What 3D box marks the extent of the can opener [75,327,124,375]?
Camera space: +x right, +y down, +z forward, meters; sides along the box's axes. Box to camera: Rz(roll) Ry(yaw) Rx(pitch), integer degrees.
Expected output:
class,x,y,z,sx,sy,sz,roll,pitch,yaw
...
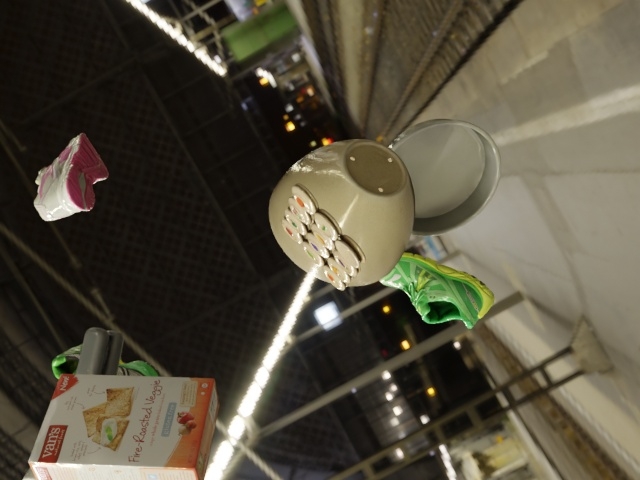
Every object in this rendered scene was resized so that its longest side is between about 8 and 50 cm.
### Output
class,x,y,z,sx,sy,sz,roll,pitch,yaw
can opener,-0.418,0.290,1.556,0.076,0.095,0.283,23,-105,-57

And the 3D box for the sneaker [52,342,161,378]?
class,x,y,z,sx,sy,sz,roll,pitch,yaw
sneaker,-0.509,0.356,2.177,0.146,0.344,0.134,-20,-58,-53

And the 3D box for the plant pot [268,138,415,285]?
class,x,y,z,sx,sy,sz,roll,pitch,yaw
plant pot,0.067,-0.081,1.704,0.284,0.284,0.191,62,145,21

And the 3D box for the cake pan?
class,x,y,z,sx,sy,sz,roll,pitch,yaw
cake pan,0.255,-0.145,2.003,0.293,0.293,0.054,58,-175,-35

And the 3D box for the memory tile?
class,x,y,z,sx,sy,sz,roll,pitch,yaw
memory tile,0.000,0.000,0.989,0.113,0.012,0.148,48,163,7

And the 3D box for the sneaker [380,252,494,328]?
class,x,y,z,sx,sy,sz,roll,pitch,yaw
sneaker,0.233,0.110,1.975,0.296,0.123,0.109,17,157,41

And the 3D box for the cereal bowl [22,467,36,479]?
class,x,y,z,sx,sy,sz,roll,pitch,yaw
cereal bowl,-0.415,0.503,1.815,0.339,0.339,0.141,58,-132,-42

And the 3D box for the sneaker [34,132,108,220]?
class,x,y,z,sx,sy,sz,roll,pitch,yaw
sneaker,-0.492,-0.123,1.745,0.252,0.111,0.103,-89,-26,-62

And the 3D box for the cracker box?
class,x,y,z,sx,sy,sz,roll,pitch,yaw
cracker box,-0.271,0.269,1.268,0.155,0.233,0.067,-84,-8,-48
